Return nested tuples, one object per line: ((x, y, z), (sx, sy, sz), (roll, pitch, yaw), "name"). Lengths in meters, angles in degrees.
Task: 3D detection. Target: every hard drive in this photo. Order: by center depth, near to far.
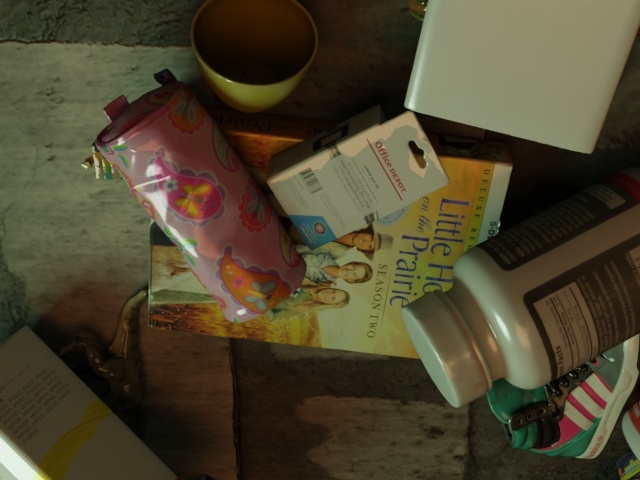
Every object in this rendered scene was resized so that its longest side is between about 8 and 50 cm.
((0.212, -0.245, 0.968), (0.202, 0.040, 0.308), (15, 126, 5), "hard drive")

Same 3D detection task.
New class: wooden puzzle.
((-0.251, -0.096, 1.226), (0.083, 0.006, 0.049), (1, 123, 2), "wooden puzzle")

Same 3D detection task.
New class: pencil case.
((-0.131, -0.042, 1.122), (0.124, 0.124, 0.284), (-26, 116, 19), "pencil case")

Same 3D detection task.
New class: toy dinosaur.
((-0.293, 0.173, 1.379), (0.118, 0.064, 0.268), (4, 119, -4), "toy dinosaur")

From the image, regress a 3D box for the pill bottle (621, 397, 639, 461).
((0.568, 0.175, 1.232), (0.210, 0.210, 0.363), (35, 107, -19), "pill bottle")

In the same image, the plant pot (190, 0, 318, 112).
((-0.074, -0.194, 1.094), (0.134, 0.134, 0.095), (9, 152, -3), "plant pot")

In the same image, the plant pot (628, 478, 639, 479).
((0.494, 0.518, 1.398), (0.272, 0.265, 0.272), (11, 140, 9), "plant pot")

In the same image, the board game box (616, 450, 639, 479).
((0.538, 0.319, 1.439), (0.141, 0.048, 0.170), (35, 119, -17), "board game box")

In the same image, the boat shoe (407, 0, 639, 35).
((0.243, -0.253, 1.049), (0.307, 0.111, 0.105), (15, 127, 5), "boat shoe")

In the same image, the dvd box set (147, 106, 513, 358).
((0.000, 0.000, 1.244), (0.420, 0.062, 0.308), (7, 123, -2), "dvd box set")

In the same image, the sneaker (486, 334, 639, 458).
((0.302, 0.172, 1.315), (0.178, 0.124, 0.296), (1, 125, -9), "sneaker")

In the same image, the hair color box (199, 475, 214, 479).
((-0.242, 0.537, 1.538), (0.110, 0.185, 0.339), (35, 118, -17), "hair color box")

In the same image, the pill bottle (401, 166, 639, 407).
((0.262, 0.060, 1.147), (0.318, 0.176, 0.176), (-27, 121, -6), "pill bottle")

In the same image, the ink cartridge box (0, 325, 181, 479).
((-0.368, 0.346, 1.348), (0.385, 0.160, 0.279), (46, 125, -3), "ink cartridge box")

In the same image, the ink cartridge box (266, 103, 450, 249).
((0.043, -0.077, 1.121), (0.180, 0.060, 0.104), (-25, 115, 16), "ink cartridge box")
